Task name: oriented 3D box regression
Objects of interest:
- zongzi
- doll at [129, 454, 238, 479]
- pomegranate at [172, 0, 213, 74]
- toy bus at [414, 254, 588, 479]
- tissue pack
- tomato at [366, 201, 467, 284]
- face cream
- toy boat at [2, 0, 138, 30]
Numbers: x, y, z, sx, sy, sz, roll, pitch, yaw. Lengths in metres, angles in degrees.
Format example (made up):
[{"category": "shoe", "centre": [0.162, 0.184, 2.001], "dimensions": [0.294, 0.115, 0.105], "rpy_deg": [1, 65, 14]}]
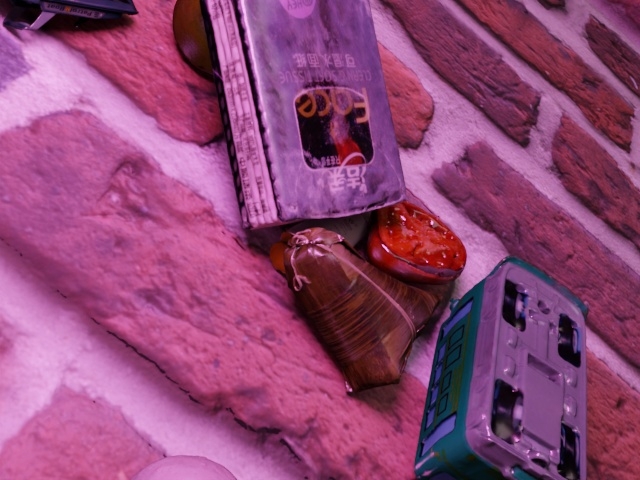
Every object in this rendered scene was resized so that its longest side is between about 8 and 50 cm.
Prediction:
[{"category": "zongzi", "centre": [0.063, 0.051, 1.167], "dimensions": [0.247, 0.111, 0.241], "rpy_deg": [58, 39, -11]}, {"category": "doll", "centre": [-0.204, 0.280, 0.770], "dimensions": [0.287, 0.151, 0.151], "rpy_deg": [5, 57, -37]}, {"category": "pomegranate", "centre": [-0.128, -0.317, 1.281], "dimensions": [0.180, 0.180, 0.209], "rpy_deg": [-39, 103, -49]}, {"category": "toy bus", "centre": [0.253, 0.213, 1.159], "dimensions": [0.183, 0.199, 0.343], "rpy_deg": [33, 43, -12]}, {"category": "tissue pack", "centre": [-0.021, -0.205, 1.167], "dimensions": [0.259, 0.122, 0.361], "rpy_deg": [-9, 88, -41]}, {"category": "tomato", "centre": [0.142, 0.021, 1.299], "dimensions": [0.174, 0.082, 0.166], "rpy_deg": [27, 34, -14]}, {"category": "face cream", "centre": [0.000, 0.000, 1.222], "dimensions": [0.182, 0.051, 0.072], "rpy_deg": [-25, 79, -48]}, {"category": "toy boat", "centre": [-0.351, -0.338, 1.161], "dimensions": [0.093, 0.103, 0.246], "rpy_deg": [18, 15, 32]}]
